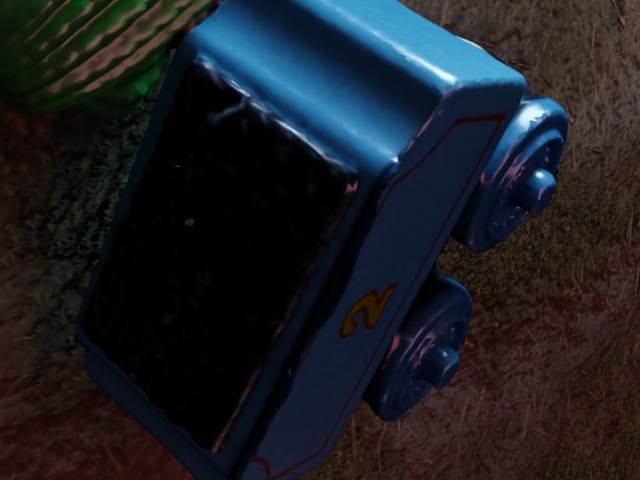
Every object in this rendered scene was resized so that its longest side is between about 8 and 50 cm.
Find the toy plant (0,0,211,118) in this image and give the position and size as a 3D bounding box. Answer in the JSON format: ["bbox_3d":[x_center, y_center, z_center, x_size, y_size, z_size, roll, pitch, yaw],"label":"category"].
[{"bbox_3d":[-0.088,-0.166,0.517,0.240,0.088,0.155,-56,152,8],"label":"toy plant"}]

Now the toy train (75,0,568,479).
[{"bbox_3d":[0.000,0.000,0.632,0.265,0.188,0.300,-16,137,-55],"label":"toy train"}]
